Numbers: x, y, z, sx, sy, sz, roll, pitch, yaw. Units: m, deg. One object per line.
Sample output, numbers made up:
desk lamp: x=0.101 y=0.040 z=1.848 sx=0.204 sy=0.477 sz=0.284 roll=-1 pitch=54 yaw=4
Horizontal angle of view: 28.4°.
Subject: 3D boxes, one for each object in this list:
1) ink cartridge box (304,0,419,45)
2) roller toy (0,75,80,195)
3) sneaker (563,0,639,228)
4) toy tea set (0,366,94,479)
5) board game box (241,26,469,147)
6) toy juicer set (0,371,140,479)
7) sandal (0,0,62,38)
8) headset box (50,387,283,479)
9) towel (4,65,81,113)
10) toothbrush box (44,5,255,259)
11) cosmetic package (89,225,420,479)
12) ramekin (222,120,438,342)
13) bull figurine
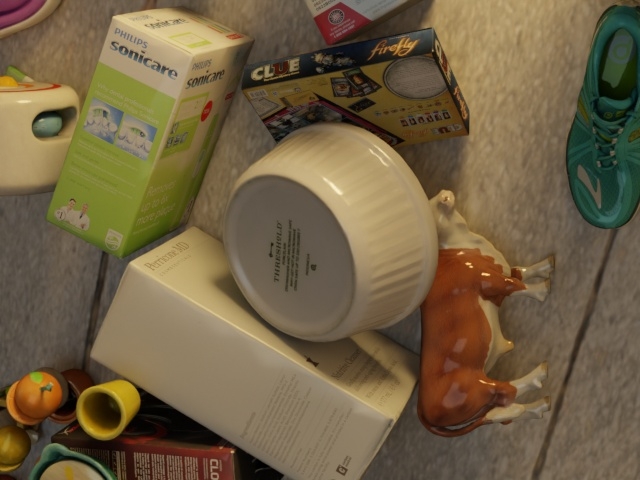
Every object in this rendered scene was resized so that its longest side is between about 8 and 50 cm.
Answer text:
ink cartridge box: x=0.037 y=-0.346 z=1.530 sx=0.128 sy=0.127 sz=0.176 roll=-27 pitch=93 yaw=23
roller toy: x=-0.415 y=-0.144 z=1.676 sx=0.191 sy=0.209 sz=0.146 roll=-3 pitch=103 yaw=-16
sneaker: x=0.339 y=-0.144 z=1.492 sx=0.107 sy=0.110 sz=0.275 roll=6 pitch=106 yaw=17
toy tea set: x=-0.439 y=0.334 z=1.861 sx=0.200 sy=0.124 sz=0.336 roll=14 pitch=108 yaw=15
board game box: x=0.046 y=-0.173 z=1.563 sx=0.243 sy=0.042 sz=0.165 roll=-8 pitch=145 yaw=19
toy juicer set: x=-0.343 y=0.323 z=1.612 sx=0.209 sy=0.089 sz=0.329 roll=10 pitch=104 yaw=16
sandal: x=-0.541 y=-0.306 z=1.743 sx=0.416 sy=0.102 sz=0.169 roll=-27 pitch=94 yaw=22
headset box: x=-0.181 y=0.289 z=1.715 sx=0.293 sy=0.218 sz=0.110 roll=2 pitch=102 yaw=19
towel: x=-0.398 y=-0.161 z=1.781 sx=0.152 sy=0.023 sz=0.113 roll=35 pitch=109 yaw=9
toothbrush box: x=-0.216 y=-0.144 z=1.622 sx=0.122 sy=0.206 sz=0.283 roll=25 pitch=109 yaw=11
cosmetic package: x=-0.076 y=0.155 z=1.651 sx=0.385 sy=0.217 sz=0.156 roll=30 pitch=111 yaw=6
ramekin: x=0.000 y=0.000 z=1.541 sx=0.272 sy=0.127 sz=0.273 roll=19 pitch=121 yaw=34
bull figurine: x=0.195 y=0.092 z=1.588 sx=0.188 sy=0.101 sz=0.310 roll=1 pitch=92 yaw=14
